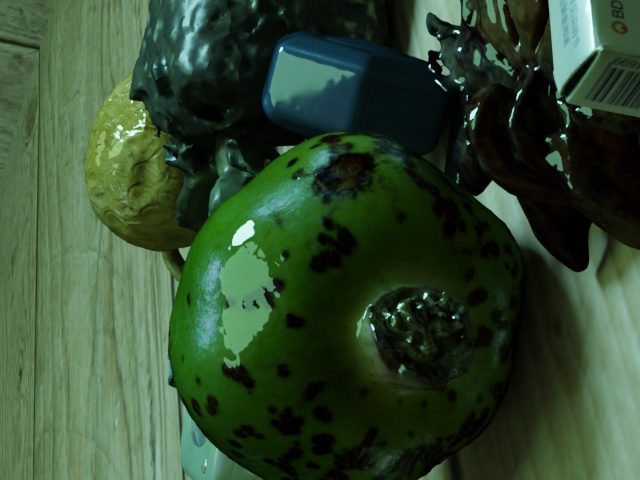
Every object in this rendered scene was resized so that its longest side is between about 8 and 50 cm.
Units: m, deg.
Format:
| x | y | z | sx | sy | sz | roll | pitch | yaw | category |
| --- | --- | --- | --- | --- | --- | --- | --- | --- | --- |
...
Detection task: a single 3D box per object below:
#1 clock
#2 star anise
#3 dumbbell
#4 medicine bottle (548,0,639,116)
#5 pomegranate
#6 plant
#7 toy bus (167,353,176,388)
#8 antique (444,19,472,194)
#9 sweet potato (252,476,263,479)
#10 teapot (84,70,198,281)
| x | y | z | sx | sy | sz | roll | pitch | yaw | category |
| --- | --- | --- | --- | --- | --- | --- | --- | --- | --- |
| -0.082 | 0.146 | 1.850 | 0.151 | 0.062 | 0.191 | -162 | 84 | -74 | clock |
| 0.123 | -0.094 | 1.149 | 0.272 | 0.103 | 0.272 | 32 | 131 | 46 | star anise |
| 0.000 | 0.000 | 1.512 | 0.144 | 0.160 | 0.324 | -6 | -69 | -63 | dumbbell |
| 0.195 | -0.148 | 0.943 | 0.052 | 0.171 | 0.201 | 121 | 154 | -55 | medicine bottle |
| 0.026 | 0.053 | 1.278 | 0.270 | 0.254 | 0.254 | 178 | 102 | -68 | pomegranate |
| -0.058 | -0.133 | 1.685 | 0.215 | 0.213 | 0.312 | 178 | 104 | -71 | plant |
| -0.120 | 0.094 | 2.011 | 0.075 | 0.060 | 0.123 | -106 | 33 | -65 | toy bus |
| 0.111 | -0.103 | 1.455 | 0.031 | 0.015 | 0.192 | 152 | 126 | -69 | antique |
| -0.049 | 0.282 | 1.620 | 0.112 | 0.085 | 0.285 | -114 | 37 | -54 | sweet potato |
| -0.130 | -0.070 | 2.000 | 0.167 | 0.203 | 0.311 | 19 | 127 | 32 | teapot |
